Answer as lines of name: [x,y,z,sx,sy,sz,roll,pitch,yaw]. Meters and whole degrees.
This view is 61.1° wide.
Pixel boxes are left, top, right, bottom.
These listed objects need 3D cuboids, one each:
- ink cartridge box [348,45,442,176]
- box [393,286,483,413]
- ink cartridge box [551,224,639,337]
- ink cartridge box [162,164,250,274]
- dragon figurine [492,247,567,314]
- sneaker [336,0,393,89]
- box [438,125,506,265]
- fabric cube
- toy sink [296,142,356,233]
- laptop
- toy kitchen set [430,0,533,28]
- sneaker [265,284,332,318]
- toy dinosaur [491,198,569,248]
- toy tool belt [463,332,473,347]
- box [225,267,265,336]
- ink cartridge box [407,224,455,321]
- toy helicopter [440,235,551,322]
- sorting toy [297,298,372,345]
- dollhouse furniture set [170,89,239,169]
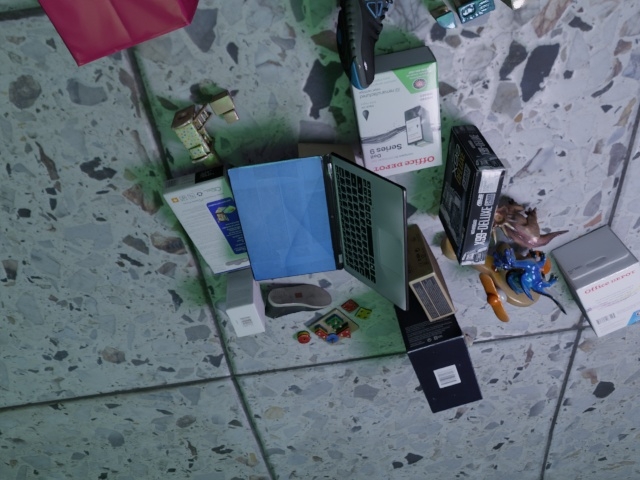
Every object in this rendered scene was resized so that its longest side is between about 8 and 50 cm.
ink cartridge box: [0.195,-0.321,1.391,0.211,0.121,0.289,-11,128,4]
box: [0.377,0.330,1.791,0.179,0.312,0.343,-19,126,9]
ink cartridge box: [0.921,0.134,1.768,0.198,0.197,0.270,-28,125,16]
ink cartridge box: [-0.294,-0.047,1.567,0.175,0.069,0.371,-14,137,5]
dragon figurine: [0.616,0.122,1.607,0.144,0.085,0.289,-33,107,-9]
sneaker: [0.106,-0.509,1.188,0.139,0.125,0.341,-8,106,-12]
box: [0.406,-0.125,1.489,0.076,0.242,0.307,-4,128,-3]
fabric cube: [-0.416,-0.547,1.075,0.259,0.254,0.258,-18,129,7]
toy sink: [0.007,-0.140,1.506,0.152,0.131,0.234,0,126,-6]
laptop: [0.000,0.000,1.389,0.236,0.408,0.382,-31,132,-26]
toy kitchen set: [0.342,-0.581,1.207,0.207,0.122,0.166,-23,126,11]
sneaker: [-0.079,0.208,1.812,0.222,0.083,0.118,4,147,-19]
toy dinosaur: [0.571,-0.036,1.580,0.295,0.200,0.127,25,110,6]
toy tool belt: [0.529,0.383,2.020,0.051,0.052,0.083,36,118,7]
box: [-0.236,0.194,1.712,0.091,0.170,0.130,-14,128,3]
ink cartridge box: [0.316,0.098,1.655,0.088,0.235,0.193,-24,125,13]
toy helicopter: [0.532,0.099,1.705,0.355,0.235,0.140,28,155,-4]
sorting toy: [0.056,0.314,1.913,0.274,0.046,0.132,-36,123,20]
dollhouse furniture set: [-0.265,-0.263,1.401,0.161,0.101,0.182,-21,127,10]
